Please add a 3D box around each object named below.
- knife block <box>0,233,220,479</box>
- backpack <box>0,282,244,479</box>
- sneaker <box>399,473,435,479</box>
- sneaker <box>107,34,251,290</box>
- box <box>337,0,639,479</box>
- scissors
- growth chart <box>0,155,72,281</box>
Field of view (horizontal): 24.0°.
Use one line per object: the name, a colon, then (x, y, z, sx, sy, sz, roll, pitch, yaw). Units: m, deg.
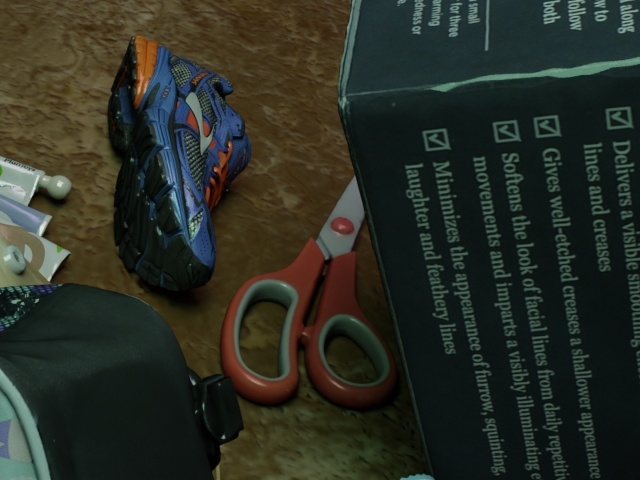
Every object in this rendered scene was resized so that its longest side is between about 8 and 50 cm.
knife block: (-0.211, 0.113, 0.728, 0.276, 0.242, 0.088, 50, 22, -37)
backpack: (-0.165, 0.144, 0.543, 0.253, 0.225, 0.191, -9, 11, 32)
sneaker: (0.003, 0.191, 0.700, 0.228, 0.087, 0.092, -24, 57, -38)
sneaker: (-0.083, -0.054, 0.963, 0.087, 0.083, 0.221, 9, 41, -19)
box: (0.235, -0.032, 0.779, 0.395, 0.293, 0.212, -5, 38, 12)
scissors: (0.000, 0.000, 0.974, 0.109, 0.021, 0.297, 11, 41, -5)
growth chart: (-0.231, 0.013, 0.871, 0.172, 0.021, 0.237, 17, 39, -4)
